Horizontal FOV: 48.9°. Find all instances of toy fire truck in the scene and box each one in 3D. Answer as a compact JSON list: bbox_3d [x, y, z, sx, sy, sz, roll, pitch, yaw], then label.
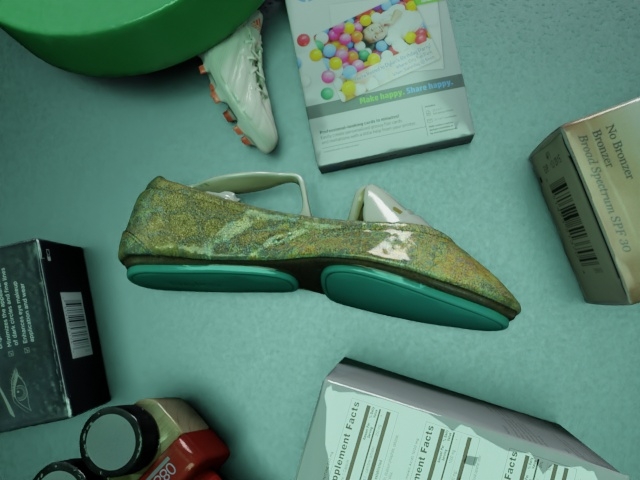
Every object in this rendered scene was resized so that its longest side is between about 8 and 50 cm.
[{"bbox_3d":[-0.126,0.284,0.593,0.246,0.158,0.217,43,90,17],"label":"toy fire truck"}]

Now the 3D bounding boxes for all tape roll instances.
[{"bbox_3d":[-0.178,-0.308,0.632,0.321,0.077,0.321,-3,75,11],"label":"tape roll"}]

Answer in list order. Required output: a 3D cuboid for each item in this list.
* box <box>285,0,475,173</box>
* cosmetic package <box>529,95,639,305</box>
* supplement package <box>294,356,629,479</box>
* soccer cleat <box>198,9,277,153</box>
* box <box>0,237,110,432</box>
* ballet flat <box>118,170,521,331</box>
[{"bbox_3d":[0.052,-0.168,0.650,0.145,0.038,0.186,-11,84,5],"label":"box"},{"bbox_3d":[0.344,-0.065,0.566,0.296,0.129,0.153,-21,84,3],"label":"cosmetic package"},{"bbox_3d":[0.087,0.195,0.539,0.203,0.194,0.149,16,87,7],"label":"supplement package"},{"bbox_3d":[-0.078,-0.174,0.651,0.076,0.068,0.196,-27,81,0],"label":"soccer cleat"},{"bbox_3d":[-0.293,0.092,0.637,0.158,0.093,0.156,-12,85,4],"label":"box"},{"bbox_3d":[0.000,0.000,0.610,0.349,0.123,0.123,7,86,6],"label":"ballet flat"}]
